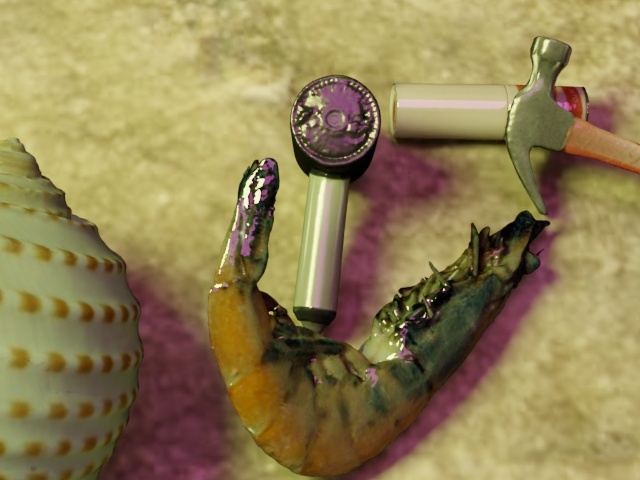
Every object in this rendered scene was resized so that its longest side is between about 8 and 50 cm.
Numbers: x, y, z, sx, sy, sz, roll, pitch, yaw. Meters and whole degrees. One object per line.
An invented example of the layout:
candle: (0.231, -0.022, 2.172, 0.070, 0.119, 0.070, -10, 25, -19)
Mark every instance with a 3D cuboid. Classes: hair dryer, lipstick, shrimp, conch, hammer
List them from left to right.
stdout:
conch: (-0.266, 0.075, 0.859, 0.303, 0.215, 0.319, 21, 62, 17)
hair dryer: (0.000, 0.000, 0.998, 0.057, 0.100, 0.197, 8, 81, 2)
shrimp: (0.037, 0.011, 0.950, 0.262, 0.198, 0.051, -39, 28, -26)
lipstick: (0.114, -0.087, 1.067, 0.131, 0.038, 0.038, 1, 63, -5)
hammer: (0.258, -0.037, 1.039, 0.288, 0.033, 0.111, 19, 96, -2)
